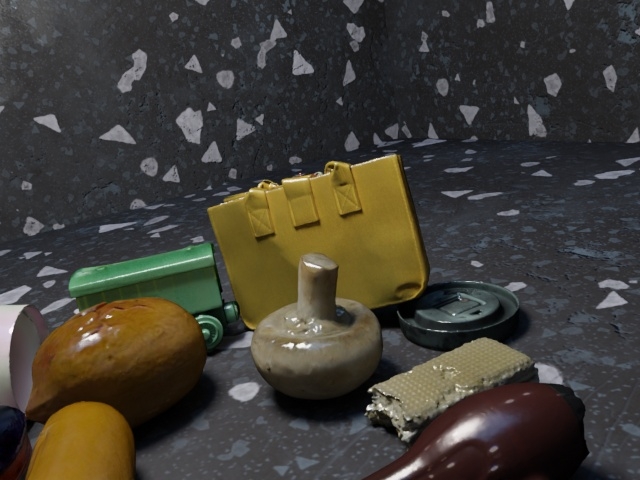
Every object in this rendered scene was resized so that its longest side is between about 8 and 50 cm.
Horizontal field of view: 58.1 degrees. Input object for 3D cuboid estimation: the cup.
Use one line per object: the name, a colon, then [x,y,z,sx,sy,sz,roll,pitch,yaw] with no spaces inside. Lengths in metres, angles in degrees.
cup: [-0.605,0.206,0.935,0.274,0.253,0.253,-5,16,-8]

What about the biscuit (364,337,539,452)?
biscuit: [0.182,0.206,0.794,0.239,0.062,0.108,-18,19,-25]

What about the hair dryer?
hair dryer: [0.182,0.290,0.514,0.312,0.123,0.340,-25,31,-13]

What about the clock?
clock: [0.246,0.131,1.036,0.215,0.042,0.215,-8,17,3]

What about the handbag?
handbag: [0.000,0.000,1.115,0.401,0.283,0.133,-13,11,22]

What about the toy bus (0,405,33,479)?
toy bus: [-0.498,0.304,0.683,0.302,0.147,0.127,-11,25,-12]

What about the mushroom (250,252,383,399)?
mushroom: [-0.006,0.128,0.889,0.207,0.215,0.207,-1,15,0]

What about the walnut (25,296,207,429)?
walnut: [-0.310,0.189,0.883,0.203,0.203,0.298,2,13,33]

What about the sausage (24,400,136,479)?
sausage: [-0.260,0.296,0.612,0.116,0.134,0.354,-17,18,-12]

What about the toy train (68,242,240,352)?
toy train: [-0.308,0.124,1.085,0.301,0.202,0.120,-13,13,-10]
